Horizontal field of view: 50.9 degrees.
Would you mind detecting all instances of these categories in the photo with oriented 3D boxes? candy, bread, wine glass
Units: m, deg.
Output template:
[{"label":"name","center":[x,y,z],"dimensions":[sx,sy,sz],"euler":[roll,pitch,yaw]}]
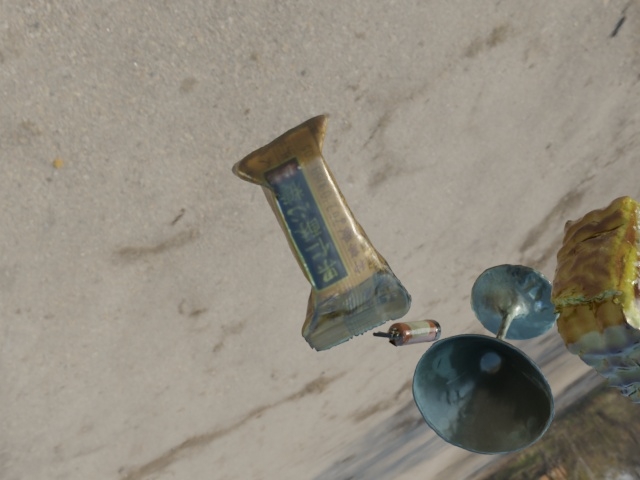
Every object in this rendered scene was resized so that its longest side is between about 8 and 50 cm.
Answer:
[{"label":"candy","center":[0.000,0.000,0.805],"dimensions":[0.143,0.271,0.101],"euler":[-27,-167,-4]},{"label":"bread","center":[0.358,0.060,0.778],"dimensions":[0.096,0.181,0.222],"euler":[-31,-155,43]},{"label":"wine glass","center":[0.370,0.216,1.412],"dimensions":[0.267,0.267,0.406],"euler":[-52,176,33]}]

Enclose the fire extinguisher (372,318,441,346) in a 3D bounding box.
[{"label":"fire extinguisher","center":[0.176,0.186,1.353],"dimensions":[0.177,0.062,0.050],"euler":[5,91,-50]}]
